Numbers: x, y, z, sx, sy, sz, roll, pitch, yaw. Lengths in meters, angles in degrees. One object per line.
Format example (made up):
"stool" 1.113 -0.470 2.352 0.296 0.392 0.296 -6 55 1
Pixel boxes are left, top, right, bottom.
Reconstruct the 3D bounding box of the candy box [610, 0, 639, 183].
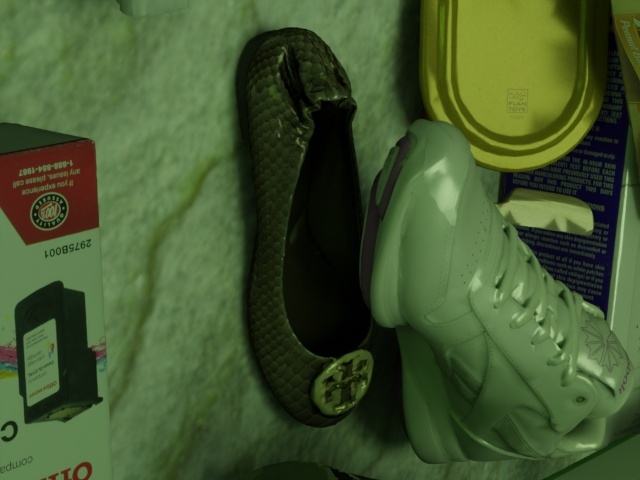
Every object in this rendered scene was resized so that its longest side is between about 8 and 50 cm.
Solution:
"candy box" 0.321 -0.160 0.902 0.316 0.088 0.182 -40 127 -33

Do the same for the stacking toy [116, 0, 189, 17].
"stacking toy" -0.136 -0.168 0.557 0.221 0.052 0.167 -18 136 -37

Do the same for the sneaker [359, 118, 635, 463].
"sneaker" 0.110 0.036 0.800 0.305 0.152 0.114 70 28 -51

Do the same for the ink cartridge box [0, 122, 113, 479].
"ink cartridge box" -0.165 0.044 0.600 0.127 0.072 0.175 -17 112 -44

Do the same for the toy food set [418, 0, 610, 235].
"toy food set" 0.114 -0.115 0.870 0.128 0.071 0.217 1 96 -16

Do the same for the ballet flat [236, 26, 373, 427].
"ballet flat" 0.000 0.000 0.777 0.084 0.058 0.249 -23 117 -41

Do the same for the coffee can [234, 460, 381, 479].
"coffee can" 0.062 0.253 0.807 0.275 0.202 0.201 23 83 -48

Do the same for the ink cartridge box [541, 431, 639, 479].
"ink cartridge box" 0.147 0.262 0.663 0.201 0.117 0.278 -14 109 -45

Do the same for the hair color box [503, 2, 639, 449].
"hair color box" 0.225 -0.037 0.977 0.185 0.110 0.338 -7 107 -45
